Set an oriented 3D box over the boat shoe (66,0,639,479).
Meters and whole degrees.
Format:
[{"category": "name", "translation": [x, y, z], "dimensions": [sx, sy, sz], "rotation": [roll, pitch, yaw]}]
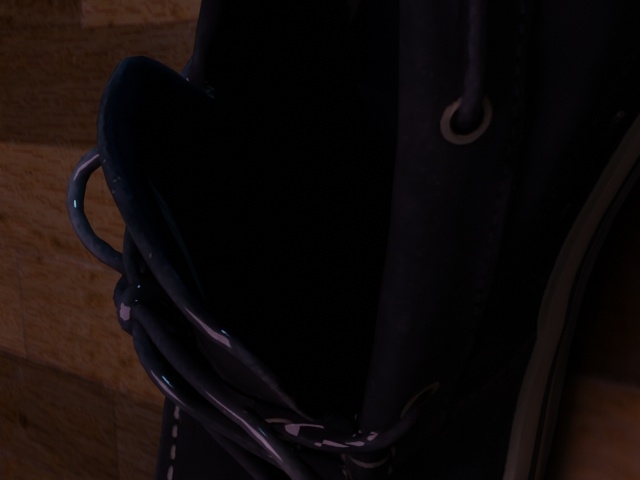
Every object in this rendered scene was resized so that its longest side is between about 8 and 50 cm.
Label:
[{"category": "boat shoe", "translation": [0.000, 0.000, 0.620], "dimensions": [0.187, 0.156, 0.500], "rotation": [58, 144, 34]}]
